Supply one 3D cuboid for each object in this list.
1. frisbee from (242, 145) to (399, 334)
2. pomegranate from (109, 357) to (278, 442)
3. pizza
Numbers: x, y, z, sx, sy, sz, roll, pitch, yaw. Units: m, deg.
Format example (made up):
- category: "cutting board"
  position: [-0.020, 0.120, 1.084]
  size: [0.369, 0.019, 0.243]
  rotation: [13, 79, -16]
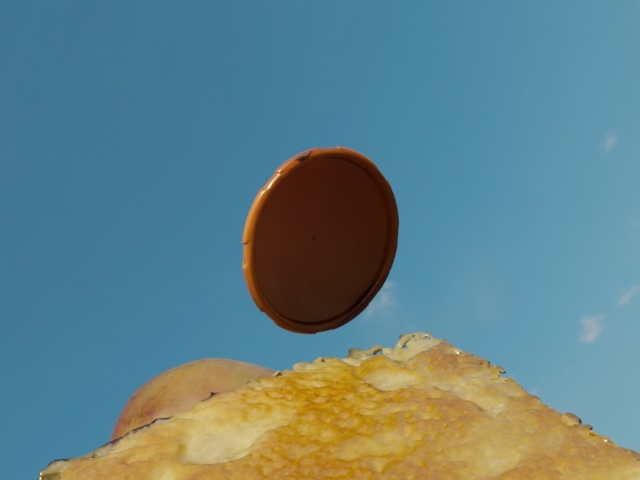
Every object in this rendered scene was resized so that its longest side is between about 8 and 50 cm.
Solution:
- category: "frisbee"
  position: [0.000, 0.000, 0.698]
  size: [0.192, 0.035, 0.192]
  rotation: [-10, -73, -35]
- category: "pomegranate"
  position: [-0.107, 0.259, 0.701]
  size: [0.229, 0.270, 0.252]
  rotation: [14, -44, -14]
- category: "pizza"
  position: [-0.006, 0.172, 0.428]
  size: [0.392, 0.435, 0.080]
  rotation: [-9, -80, -17]
